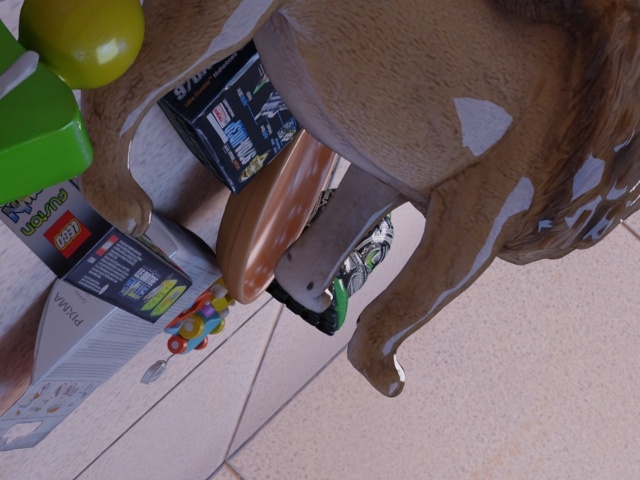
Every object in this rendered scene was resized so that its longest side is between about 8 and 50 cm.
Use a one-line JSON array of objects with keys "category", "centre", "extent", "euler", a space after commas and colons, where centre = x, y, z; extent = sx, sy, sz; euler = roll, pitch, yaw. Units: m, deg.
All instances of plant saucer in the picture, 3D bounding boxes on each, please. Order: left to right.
[{"category": "plant saucer", "centre": [-0.034, -0.044, 1.115], "extent": [0.200, 0.037, 0.200], "euler": [-62, 170, -19]}]

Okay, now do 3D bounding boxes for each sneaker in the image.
[{"category": "sneaker", "centre": [0.000, 0.000, 1.387], "extent": [0.146, 0.134, 0.343], "euler": [-53, 179, 2]}]

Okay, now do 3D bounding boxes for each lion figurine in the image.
[{"category": "lion figurine", "centre": [0.019, -0.088, 0.608], "extent": [0.392, 0.142, 0.240], "euler": [33, 100, -41]}]

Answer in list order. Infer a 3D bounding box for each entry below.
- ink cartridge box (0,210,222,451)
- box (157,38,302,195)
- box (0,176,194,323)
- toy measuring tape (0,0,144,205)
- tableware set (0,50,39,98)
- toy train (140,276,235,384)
[{"category": "ink cartridge box", "centre": [-0.185, 0.073, 1.070], "extent": [0.224, 0.056, 0.181], "euler": [-41, 171, 1]}, {"category": "box", "centre": [-0.026, -0.127, 0.903], "extent": [0.175, 0.051, 0.220], "euler": [-47, 171, -4]}, {"category": "box", "centre": [-0.133, -0.017, 0.710], "extent": [0.036, 0.114, 0.207], "euler": [-45, 170, -3]}, {"category": "toy measuring tape", "centre": [-0.217, -0.031, 0.438], "extent": [0.330, 0.121, 0.121], "euler": [-22, 166, -8]}, {"category": "tableware set", "centre": [-0.159, -0.062, 0.362], "extent": [0.104, 0.154, 0.024], "euler": [-44, -155, 0]}, {"category": "toy train", "centre": [-0.131, 0.067, 1.289], "extent": [0.125, 0.046, 0.166], "euler": [-32, 164, -33]}]
